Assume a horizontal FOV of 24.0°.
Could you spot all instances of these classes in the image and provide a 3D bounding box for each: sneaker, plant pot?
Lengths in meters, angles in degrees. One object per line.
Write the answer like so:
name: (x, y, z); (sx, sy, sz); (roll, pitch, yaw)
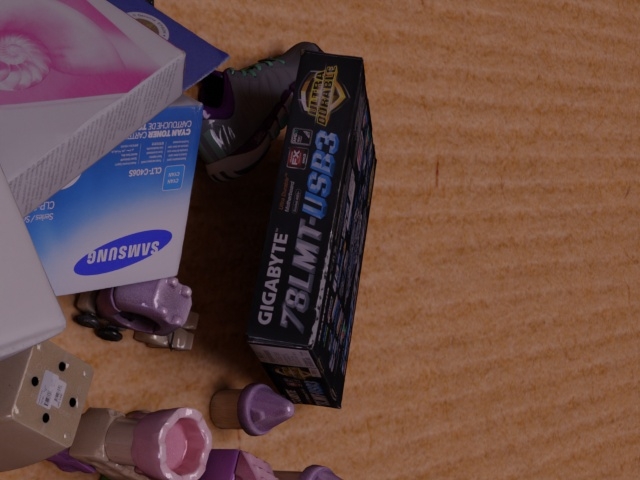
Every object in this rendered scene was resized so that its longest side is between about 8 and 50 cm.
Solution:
sneaker: (-0.068, -0.161, 1.558); (0.098, 0.083, 0.224); (52, 43, -21)
plant pot: (-0.255, 0.127, 1.263); (0.109, 0.096, 0.109); (40, 56, -45)

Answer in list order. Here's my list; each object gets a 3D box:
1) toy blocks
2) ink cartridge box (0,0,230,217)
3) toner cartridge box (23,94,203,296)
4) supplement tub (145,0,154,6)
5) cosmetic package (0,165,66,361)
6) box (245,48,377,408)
toy blocks: (-0.074, 0.205, 1.361); (0.288, 0.260, 0.309); (37, 58, -45)
ink cartridge box: (-0.274, -0.175, 1.120); (0.330, 0.324, 0.071); (-46, 166, -44)
toner cartridge box: (-0.256, -0.036, 1.219); (0.348, 0.075, 0.165); (-10, 118, -46)
supplement tub: (-0.242, -0.192, 1.294); (0.190, 0.117, 0.117); (-31, 111, -50)
cosmetic package: (-0.414, -0.043, 0.799); (0.327, 0.329, 0.394); (-19, 84, -52)
box: (0.000, 0.000, 1.529); (0.293, 0.073, 0.295); (76, 23, -73)
